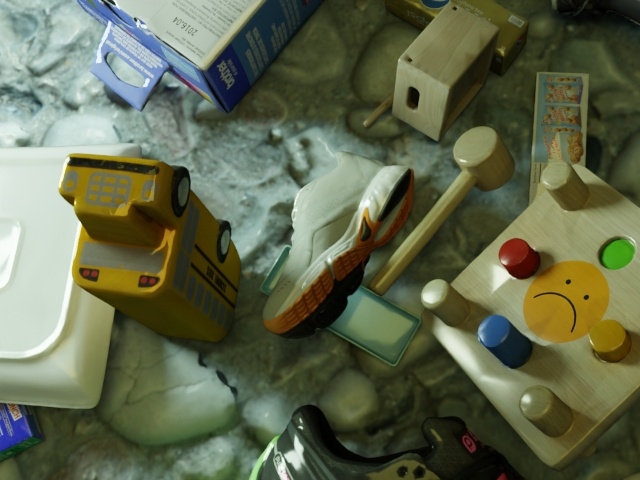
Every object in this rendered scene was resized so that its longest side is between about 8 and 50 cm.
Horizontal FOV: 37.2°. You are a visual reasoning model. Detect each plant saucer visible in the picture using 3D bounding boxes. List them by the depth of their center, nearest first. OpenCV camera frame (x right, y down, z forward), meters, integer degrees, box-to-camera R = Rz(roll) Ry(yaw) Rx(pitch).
[{"bbox_3d":[0.023,0.078,1.142,0.192,0.018,0.067,29,80,14],"label":"plant saucer"}]

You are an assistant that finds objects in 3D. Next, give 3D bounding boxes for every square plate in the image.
[{"bbox_3d":[-0.414,0.027,1.181,0.344,0.049,0.347,1,68,10],"label":"square plate"}]

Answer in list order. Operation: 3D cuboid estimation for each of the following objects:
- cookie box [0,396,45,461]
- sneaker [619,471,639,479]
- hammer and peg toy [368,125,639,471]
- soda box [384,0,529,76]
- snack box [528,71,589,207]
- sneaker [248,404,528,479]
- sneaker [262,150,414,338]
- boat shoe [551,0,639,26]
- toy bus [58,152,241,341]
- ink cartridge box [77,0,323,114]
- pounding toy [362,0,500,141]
[{"bbox_3d":[-0.402,0.222,1.152,0.107,0.040,0.092,-26,72,0],"label":"cookie box"},{"bbox_3d":[0.416,0.286,0.976,0.232,0.115,0.090,9,76,10],"label":"sneaker"},{"bbox_3d":[0.232,0.047,1.035,0.266,0.127,0.361,-46,43,5],"label":"hammer and peg toy"},{"bbox_3d":[0.168,-0.283,1.195,0.181,0.061,0.058,34,83,15],"label":"soda box"},{"bbox_3d":[0.289,-0.119,1.154,0.064,0.022,0.178,4,76,10],"label":"snack box"},{"bbox_3d":[0.155,0.292,0.979,0.483,0.185,0.202,15,82,11],"label":"sneaker"},{"bbox_3d":[0.000,0.000,1.123,0.121,0.099,0.262,25,60,27],"label":"sneaker"},{"bbox_3d":[0.316,-0.320,1.168,0.285,0.103,0.092,40,89,20],"label":"boat shoe"},{"bbox_3d":[-0.175,0.015,1.023,0.108,0.333,0.130,8,76,10],"label":"toy bus"},{"bbox_3d":[-0.146,-0.354,1.214,0.270,0.151,0.395,38,81,15],"label":"ink cartridge box"},{"bbox_3d":[0.131,-0.195,1.152,0.100,0.141,0.130,34,68,15],"label":"pounding toy"}]
